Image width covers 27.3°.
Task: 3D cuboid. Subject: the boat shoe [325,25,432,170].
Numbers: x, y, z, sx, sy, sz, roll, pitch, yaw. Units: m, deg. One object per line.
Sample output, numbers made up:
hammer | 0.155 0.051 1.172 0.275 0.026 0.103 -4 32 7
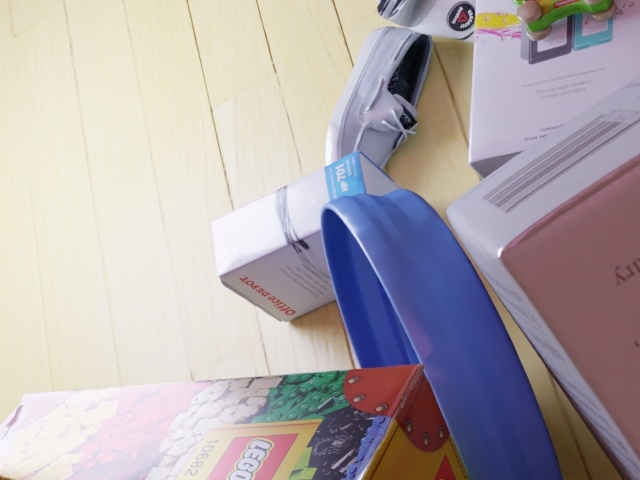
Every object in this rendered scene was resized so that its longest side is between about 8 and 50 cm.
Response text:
boat shoe | 0.071 -0.148 1.490 0.081 0.079 0.227 0 63 38

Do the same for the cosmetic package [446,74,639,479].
cosmetic package | 0.337 0.060 0.907 0.327 0.329 0.393 -34 96 3

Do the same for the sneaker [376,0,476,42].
sneaker | 0.133 -0.307 1.528 0.122 0.146 0.330 -58 21 27

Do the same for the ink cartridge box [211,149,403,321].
ink cartridge box | 0.000 0.000 1.418 0.191 0.140 0.082 -23 56 22

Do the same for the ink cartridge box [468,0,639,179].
ink cartridge box | 0.276 -0.165 1.287 0.197 0.198 0.270 -10 59 30

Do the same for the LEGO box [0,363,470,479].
LEGO box | -0.033 0.358 1.001 0.373 0.500 0.193 -7 29 30

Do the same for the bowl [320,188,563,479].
bowl | 0.107 0.138 1.132 0.077 0.391 0.391 -21 52 -7

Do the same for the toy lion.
toy lion | 0.220 -0.236 1.215 0.100 0.034 0.096 -13 51 28
